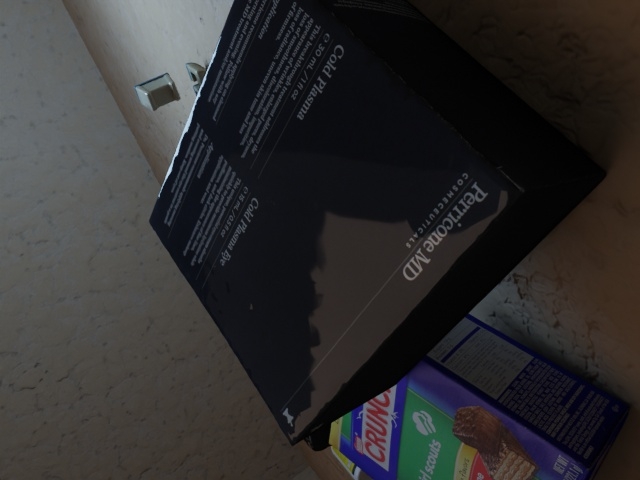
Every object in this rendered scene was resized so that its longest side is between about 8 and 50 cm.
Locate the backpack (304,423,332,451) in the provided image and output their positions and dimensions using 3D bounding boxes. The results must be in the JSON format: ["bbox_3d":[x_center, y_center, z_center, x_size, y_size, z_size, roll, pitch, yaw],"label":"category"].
[{"bbox_3d":[-0.032,0.310,1.324,0.355,0.273,0.290,-21,80,59],"label":"backpack"}]

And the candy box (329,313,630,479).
[{"bbox_3d":[0.169,0.237,0.701,0.317,0.122,0.268,30,131,35],"label":"candy box"}]

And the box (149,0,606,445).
[{"bbox_3d":[0.018,-0.038,0.549,0.312,0.178,0.343,52,129,23],"label":"box"}]

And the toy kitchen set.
[{"bbox_3d":[-0.314,-0.293,1.264,0.122,0.166,0.207,41,154,44],"label":"toy kitchen set"}]

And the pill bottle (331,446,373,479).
[{"bbox_3d":[0.106,0.648,1.695,0.208,0.119,0.119,32,148,54],"label":"pill bottle"}]
